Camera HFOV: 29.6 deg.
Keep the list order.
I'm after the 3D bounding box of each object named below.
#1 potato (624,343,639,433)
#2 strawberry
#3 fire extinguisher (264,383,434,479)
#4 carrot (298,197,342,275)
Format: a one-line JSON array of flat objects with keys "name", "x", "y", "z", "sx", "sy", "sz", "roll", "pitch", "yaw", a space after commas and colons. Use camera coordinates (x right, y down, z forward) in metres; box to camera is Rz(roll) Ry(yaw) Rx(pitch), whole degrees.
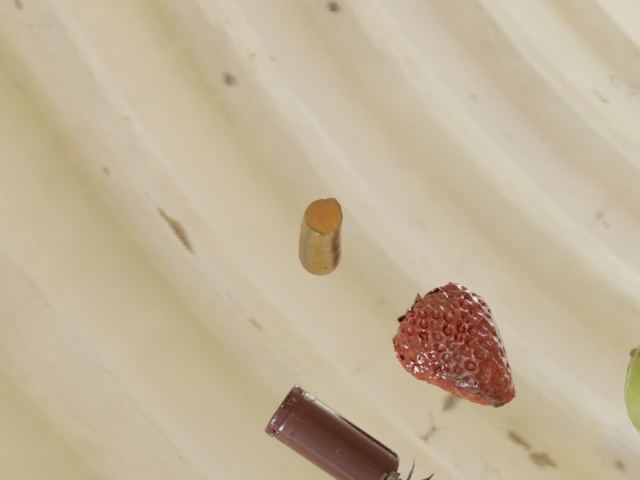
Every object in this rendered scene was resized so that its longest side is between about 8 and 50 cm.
[{"name": "potato", "x": 0.485, "y": 0.198, "z": 1.449, "sx": 0.143, "sy": 0.248, "sz": 0.169, "roll": -51, "pitch": -27, "yaw": -83}, {"name": "strawberry", "x": 0.250, "y": 0.203, "z": 2.160, "sx": 0.205, "sy": 0.244, "sz": 0.205, "roll": -26, "pitch": -37, "yaw": -21}, {"name": "fire extinguisher", "x": 0.047, "y": 0.340, "z": 1.964, "sx": 0.105, "sy": 0.269, "sz": 0.105, "roll": -56, "pitch": -2, "yaw": -3}, {"name": "carrot", "x": 0.000, "y": 0.000, "z": 1.779, "sx": 0.067, "sy": 0.067, "sz": 0.225, "roll": -63, "pitch": -7, "yaw": -18}]
